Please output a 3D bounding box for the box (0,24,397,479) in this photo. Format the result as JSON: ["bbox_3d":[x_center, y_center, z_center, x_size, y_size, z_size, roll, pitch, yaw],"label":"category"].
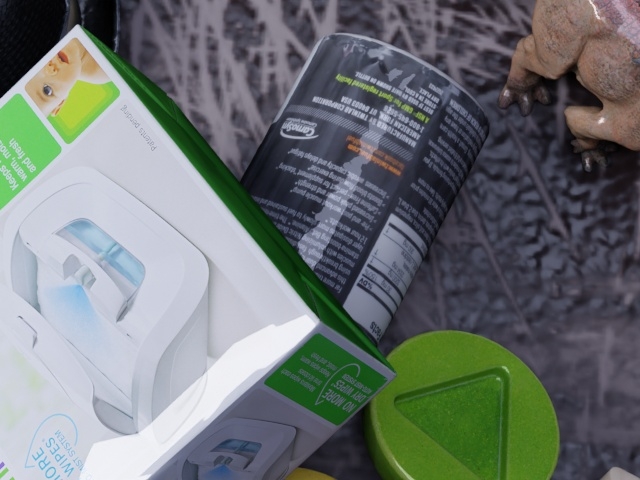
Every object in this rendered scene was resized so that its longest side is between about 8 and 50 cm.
[{"bbox_3d":[-0.130,0.052,1.148,0.231,0.127,0.262,-42,61,5],"label":"box"}]

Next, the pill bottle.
[{"bbox_3d":[0.000,0.000,1.254,0.130,0.130,0.245,28,78,4],"label":"pill bottle"}]

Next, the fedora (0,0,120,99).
[{"bbox_3d":[-0.300,-0.158,1.267,0.334,0.152,0.334,0,77,-2],"label":"fedora"}]

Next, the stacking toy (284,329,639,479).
[{"bbox_3d":[0.084,0.228,1.248,0.309,0.130,0.279,37,53,3],"label":"stacking toy"}]

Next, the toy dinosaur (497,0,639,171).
[{"bbox_3d":[0.200,-0.133,1.254,0.296,0.200,0.127,40,80,7],"label":"toy dinosaur"}]
